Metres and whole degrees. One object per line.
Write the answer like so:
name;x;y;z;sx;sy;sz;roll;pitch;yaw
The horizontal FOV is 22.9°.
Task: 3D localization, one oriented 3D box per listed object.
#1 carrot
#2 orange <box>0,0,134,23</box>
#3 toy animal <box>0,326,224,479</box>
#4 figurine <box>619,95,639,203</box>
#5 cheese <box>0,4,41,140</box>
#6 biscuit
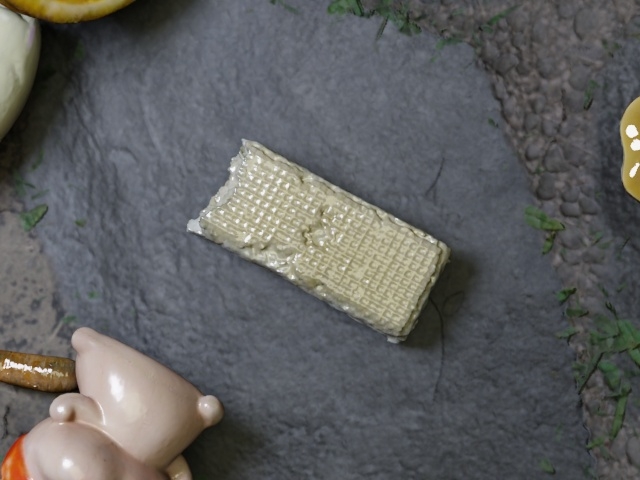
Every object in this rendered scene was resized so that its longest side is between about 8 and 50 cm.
carrot;-0.305;0.121;1.506;0.165;0.035;0.036;8;84;3
orange;-0.226;-0.347;1.443;0.274;0.274;0.310;7;48;0
toy animal;-0.198;0.197;1.440;0.171;0.171;0.198;28;78;2
figurine;0.374;-0.108;1.424;0.208;0.257;0.181;-16;85;-3
cheese;-0.401;-0.179;1.489;0.266;0.127;0.233;21;82;-1
biscuit;0.000;0.000;1.507;0.238;0.062;0.108;28;85;3
